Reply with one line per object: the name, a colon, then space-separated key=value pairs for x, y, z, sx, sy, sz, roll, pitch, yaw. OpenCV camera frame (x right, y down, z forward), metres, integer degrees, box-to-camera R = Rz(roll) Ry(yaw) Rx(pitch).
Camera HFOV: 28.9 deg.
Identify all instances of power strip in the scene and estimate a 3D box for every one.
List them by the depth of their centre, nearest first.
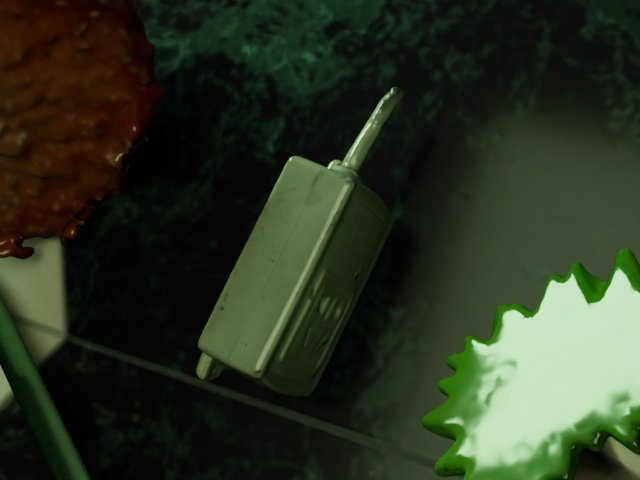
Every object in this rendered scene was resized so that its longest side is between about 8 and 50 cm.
power strip: x=0.000 y=0.000 z=0.626 sx=0.042 sy=0.075 sz=0.175 roll=24 pitch=86 yaw=25

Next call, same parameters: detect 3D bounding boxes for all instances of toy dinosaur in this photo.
toy dinosaur: x=0.154 y=0.093 z=0.524 sx=0.152 sy=0.177 sz=0.194 roll=-42 pitch=38 yaw=10

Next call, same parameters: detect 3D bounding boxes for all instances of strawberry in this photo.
strawberry: x=-0.204 y=-0.119 z=0.668 sx=0.234 sy=0.234 sz=0.178 roll=-28 pitch=49 yaw=10

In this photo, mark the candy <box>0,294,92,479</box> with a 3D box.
candy: x=-0.097 y=0.168 z=0.611 sx=0.119 sy=0.119 sz=0.440 roll=-37 pitch=61 yaw=7
